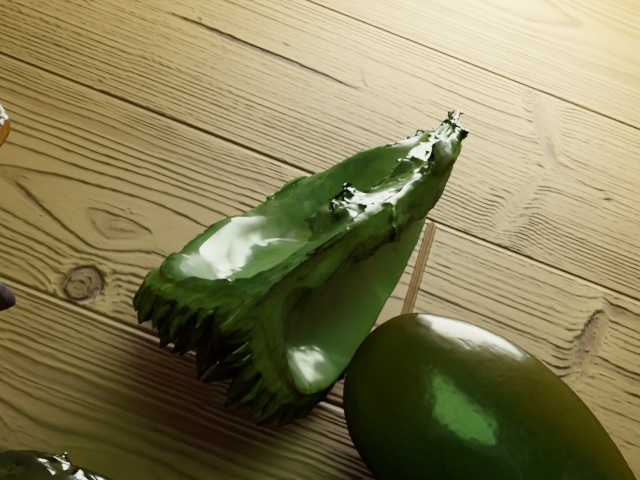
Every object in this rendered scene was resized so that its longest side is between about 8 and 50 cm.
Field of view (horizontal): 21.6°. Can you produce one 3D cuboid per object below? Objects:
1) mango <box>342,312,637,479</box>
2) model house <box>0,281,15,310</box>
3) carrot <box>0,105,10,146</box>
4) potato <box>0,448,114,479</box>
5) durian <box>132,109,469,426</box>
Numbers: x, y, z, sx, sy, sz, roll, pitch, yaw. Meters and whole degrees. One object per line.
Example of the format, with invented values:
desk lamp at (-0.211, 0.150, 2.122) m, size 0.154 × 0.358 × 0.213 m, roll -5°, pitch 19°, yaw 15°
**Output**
mango at (0.131, 0.148, 1.214) m, size 0.251 × 0.114 × 0.156 m, roll 29°, pitch 34°, yaw 10°
model house at (-0.336, 0.029, 1.046) m, size 0.237 × 0.237 × 0.202 m, roll 36°, pitch 41°, yaw 15°
carrot at (-0.300, -0.029, 1.267) m, size 0.061 × 0.061 × 0.209 m, roll 21°, pitch 45°, yaw -2°
potato at (-0.117, 0.251, 0.950) m, size 0.192 × 0.141 × 0.296 m, roll -24°, pitch 78°, yaw -42°
durian at (-0.009, -0.006, 1.256) m, size 0.163 × 0.198 × 0.394 m, roll 34°, pitch 40°, yaw 15°
